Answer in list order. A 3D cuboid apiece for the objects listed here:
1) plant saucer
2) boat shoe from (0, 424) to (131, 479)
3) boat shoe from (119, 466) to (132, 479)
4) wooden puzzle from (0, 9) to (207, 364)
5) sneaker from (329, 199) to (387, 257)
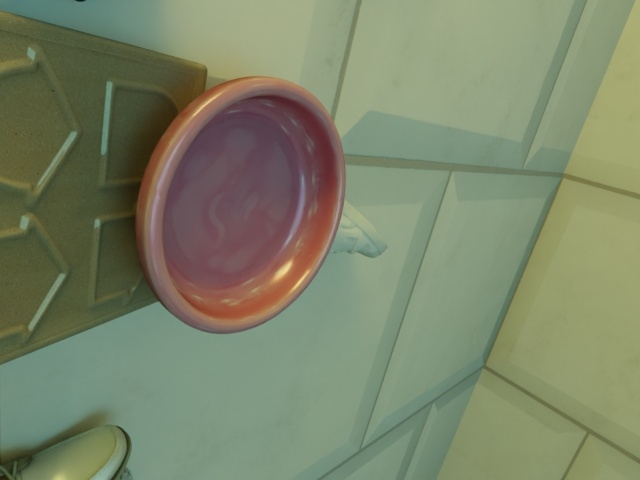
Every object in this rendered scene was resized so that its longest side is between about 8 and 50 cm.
[{"bbox_3d":[-0.096,-0.044,0.576,0.332,0.084,0.332,-29,130,-42],"label":"plant saucer"},{"bbox_3d":[-0.403,0.348,0.566,0.302,0.113,0.103,-34,140,-29],"label":"boat shoe"},{"bbox_3d":[-0.341,0.408,0.714,0.063,0.066,0.184,-38,136,-47],"label":"boat shoe"},{"bbox_3d":[-0.263,-0.048,0.455,0.348,0.081,0.322,-31,138,-66],"label":"wooden puzzle"},{"bbox_3d":[0.000,0.000,0.812,0.292,0.108,0.169,37,86,-42],"label":"sneaker"}]
